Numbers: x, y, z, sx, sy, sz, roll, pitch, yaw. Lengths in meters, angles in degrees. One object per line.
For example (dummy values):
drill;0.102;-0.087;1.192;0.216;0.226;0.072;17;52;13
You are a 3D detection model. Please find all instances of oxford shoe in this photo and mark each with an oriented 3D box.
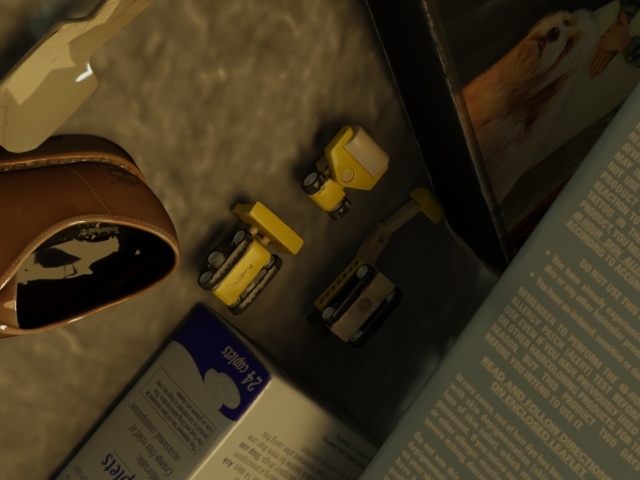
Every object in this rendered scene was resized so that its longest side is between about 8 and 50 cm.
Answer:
oxford shoe;-0.153;0.012;0.707;0.212;0.076;0.076;-16;125;-23

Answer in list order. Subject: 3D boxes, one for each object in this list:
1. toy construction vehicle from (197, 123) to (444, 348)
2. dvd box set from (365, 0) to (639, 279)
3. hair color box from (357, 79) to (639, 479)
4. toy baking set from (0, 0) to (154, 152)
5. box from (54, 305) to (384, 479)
toy construction vehicle;0.000;0.000;0.831;0.086;0.035;0.098;39;89;-30
dvd box set;0.200;-0.201;0.802;0.420;0.062;0.307;-35;137;-12
hair color box;0.143;0.070;0.789;0.185;0.113;0.374;3;126;-54
toy baking set;-0.088;-0.166;0.682;0.197;0.030;0.256;-22;125;-18
box;-0.044;0.122;0.840;0.137;0.072;0.126;-50;131;0
